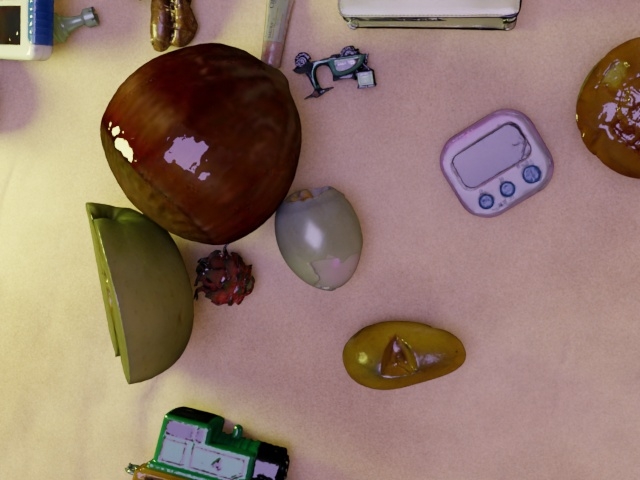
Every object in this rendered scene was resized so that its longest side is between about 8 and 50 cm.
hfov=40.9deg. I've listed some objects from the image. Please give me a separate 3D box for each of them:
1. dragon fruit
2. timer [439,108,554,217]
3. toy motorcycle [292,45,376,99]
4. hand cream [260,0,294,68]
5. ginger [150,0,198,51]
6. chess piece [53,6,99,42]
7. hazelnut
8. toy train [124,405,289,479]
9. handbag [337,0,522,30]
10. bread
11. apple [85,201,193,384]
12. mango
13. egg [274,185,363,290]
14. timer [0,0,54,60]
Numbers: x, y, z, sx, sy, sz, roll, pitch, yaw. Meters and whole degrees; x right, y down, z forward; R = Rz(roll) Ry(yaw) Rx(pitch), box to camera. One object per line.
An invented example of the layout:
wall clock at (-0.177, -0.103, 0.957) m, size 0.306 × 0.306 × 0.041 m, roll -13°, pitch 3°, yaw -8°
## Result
dragon fruit at (-0.212, 0.085, 1.885) m, size 0.121 × 0.130 × 0.142 m, roll -29°, pitch 123°, yaw 25°
timer at (0.363, -0.159, 1.771) m, size 0.208 × 0.069 × 0.191 m, roll -31°, pitch 91°, yaw 15°
toy motorcycle at (0.027, -0.357, 1.814) m, size 0.173 × 0.058 × 0.100 m, roll -7°, pitch 103°, yaw 10°
hand cream at (-0.093, -0.457, 1.833) m, size 0.067 × 0.043 × 0.210 m, roll 9°, pitch 94°, yaw 10°
ginger at (-0.319, -0.491, 1.852) m, size 0.103 × 0.073 × 0.162 m, roll 0°, pitch 97°, yaw 10°
chess piece at (-0.548, -0.485, 1.906) m, size 0.103 × 0.067 × 0.067 m, roll -17°, pitch 95°, yaw 5°
hazelnut at (-0.232, -0.202, 1.737) m, size 0.421 × 0.353 × 0.421 m, roll -7°, pitch 78°, yaw 32°
toy train at (-0.231, 0.525, 1.942) m, size 0.429 × 0.178 × 0.249 m, roll 12°, pitch 89°, yaw 9°
handbag at (0.220, -0.547, 1.699) m, size 0.358 × 0.160 × 0.237 m, roll 3°, pitch 91°, yaw 11°
bread at (0.631, -0.256, 1.663) m, size 0.270 × 0.148 × 0.270 m, roll 2°, pitch 99°, yaw 11°
apple at (-0.415, 0.102, 1.821) m, size 0.320 × 0.311 × 0.360 m, roll 3°, pitch 108°, yaw 24°
mango at (0.177, 0.243, 1.827) m, size 0.262 × 0.167 × 0.130 m, roll -9°, pitch 110°, yaw 9°
egg at (0.000, 0.000, 1.810) m, size 0.183 × 0.183 × 0.217 m, roll -12°, pitch 103°, yaw 12°
timer at (-0.676, -0.487, 1.888) m, size 0.253 × 0.078 × 0.178 m, roll 12°, pitch 103°, yaw 35°
